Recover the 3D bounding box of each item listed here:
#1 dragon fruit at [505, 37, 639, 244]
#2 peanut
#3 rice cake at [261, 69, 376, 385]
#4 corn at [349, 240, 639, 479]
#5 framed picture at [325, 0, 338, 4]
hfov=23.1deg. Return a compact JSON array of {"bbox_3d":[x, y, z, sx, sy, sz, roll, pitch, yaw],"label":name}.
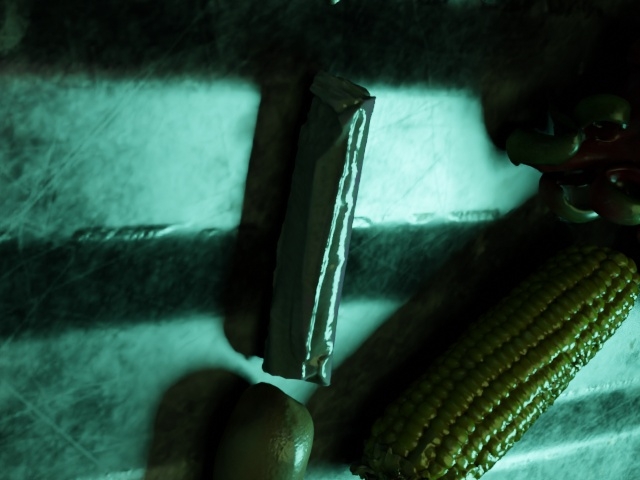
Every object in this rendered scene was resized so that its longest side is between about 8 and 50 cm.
[{"bbox_3d":[0.317,-0.080,1.331,0.273,0.198,0.218,-35,145,-20],"label":"dragon fruit"},{"bbox_3d":[-0.048,0.184,1.256,0.076,0.076,0.152,-11,122,-40],"label":"peanut"},{"bbox_3d":[-0.001,0.000,1.185,0.049,0.055,0.270,-18,127,-41],"label":"rice cake"},{"bbox_3d":[0.159,0.120,1.386,0.318,0.115,0.115,-45,140,-12],"label":"corn"},{"bbox_3d":[0.045,-0.324,1.027,0.213,0.016,0.289,-39,138,-18],"label":"framed picture"}]
